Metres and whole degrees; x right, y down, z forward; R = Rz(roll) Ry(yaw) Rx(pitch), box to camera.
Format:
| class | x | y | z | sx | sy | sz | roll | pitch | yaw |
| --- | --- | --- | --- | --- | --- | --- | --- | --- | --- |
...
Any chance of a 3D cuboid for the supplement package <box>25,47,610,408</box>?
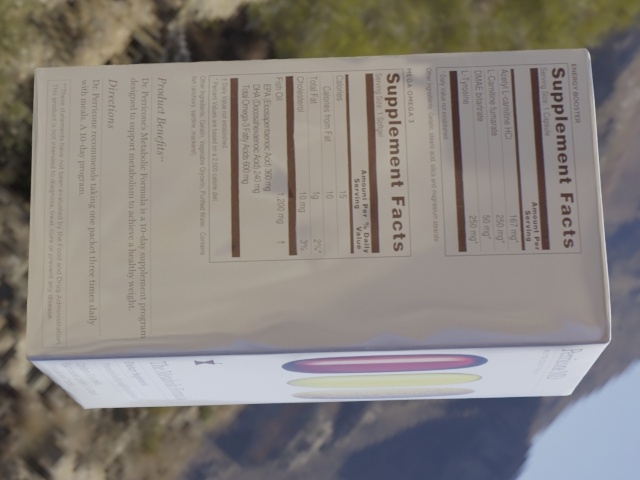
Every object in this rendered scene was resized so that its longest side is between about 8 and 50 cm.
| class | x | y | z | sx | sy | sz | roll | pitch | yaw |
| --- | --- | --- | --- | --- | --- | --- | --- | --- | --- |
| supplement package | 0.000 | 0.000 | 0.724 | 0.139 | 0.244 | 0.133 | 80 | 9 | -75 |
